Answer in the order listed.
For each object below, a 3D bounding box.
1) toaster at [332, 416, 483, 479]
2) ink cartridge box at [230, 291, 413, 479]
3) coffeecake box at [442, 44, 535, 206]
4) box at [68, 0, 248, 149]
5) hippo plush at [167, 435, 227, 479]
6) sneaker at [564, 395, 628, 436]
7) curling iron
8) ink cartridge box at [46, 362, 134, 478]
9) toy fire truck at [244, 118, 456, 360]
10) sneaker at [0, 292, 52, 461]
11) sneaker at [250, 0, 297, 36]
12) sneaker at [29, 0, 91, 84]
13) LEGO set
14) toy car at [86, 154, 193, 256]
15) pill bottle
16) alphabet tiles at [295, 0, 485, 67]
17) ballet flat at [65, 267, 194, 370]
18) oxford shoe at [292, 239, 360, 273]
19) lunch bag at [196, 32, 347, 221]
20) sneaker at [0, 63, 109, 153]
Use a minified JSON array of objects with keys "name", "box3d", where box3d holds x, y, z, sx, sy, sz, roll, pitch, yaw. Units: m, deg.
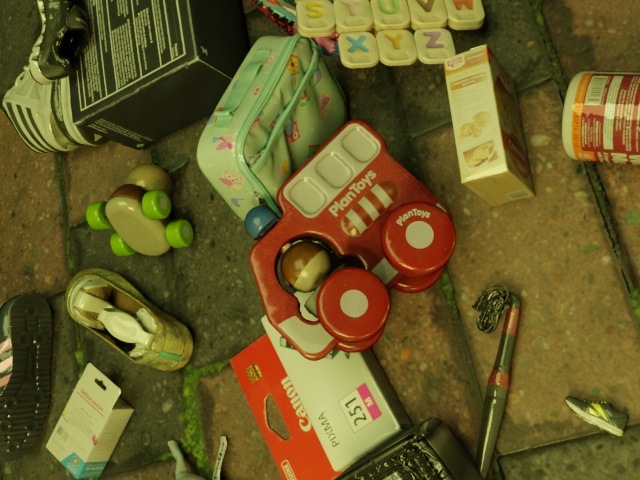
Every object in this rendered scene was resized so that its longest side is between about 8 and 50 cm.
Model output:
[{"name":"toaster","box3d":[0.131,0.344,1.067,0.186,0.110,0.168,-38,81,21]},{"name":"ink cartridge box","box3d":[-0.021,0.233,1.240,0.239,0.060,0.275,-38,63,17]},{"name":"coffeecake box","box3d":[0.239,-0.157,1.123,0.068,0.142,0.185,-14,72,27]},{"name":"box","box3d":[-0.301,-0.367,1.468,0.294,0.183,0.296,-20,69,27]},{"name":"hippo plush","box3d":[-0.208,0.445,1.196,0.234,0.236,0.294,-13,73,28]},{"name":"sneaker","box3d":[0.360,0.222,1.036,0.083,0.031,0.035,30,81,28]},{"name":"curling iron","box3d":[0.239,0.198,1.110,0.068,0.035,0.274,-1,83,52]},{"name":"ink cartridge box","box3d":[-0.412,0.326,1.448,0.104,0.061,0.181,31,96,32]},{"name":"toy fire truck","box3d":[0.031,0.006,1.128,0.302,0.169,0.254,-44,78,-7]},{"name":"sneaker","box3d":[-0.602,0.267,1.565,0.131,0.112,0.319,-9,71,46]},{"name":"sneaker","box3d":[-0.063,-0.450,1.394,0.125,0.104,0.262,-49,60,10]},{"name":"sneaker","box3d":[-0.451,-0.394,1.418,0.106,0.078,0.234,2,83,29]},{"name":"LEGO set","box3d":[0.073,-0.350,1.288,0.227,0.087,0.093,-38,70,-17]},{"name":"toy car","box3d":[-0.310,-0.081,1.467,0.155,0.149,0.188,-8,46,25]},{"name":"pill bottle","box3d":[0.435,-0.155,1.020,0.221,0.121,0.121,9,84,32]},{"name":"alphabet tiles","box3d":[0.102,-0.371,1.222,0.284,0.021,0.278,-4,55,-3]},{"name":"ballet flat","box3d":[-0.376,0.131,1.441,0.348,0.123,0.123,25,92,33]},{"name":"oxford shoe","box3d":[0.000,0.000,1.272,0.227,0.083,0.096,22,88,20]},{"name":"lunch bag","box3d":[-0.067,-0.168,1.227,0.108,0.224,0.279,7,59,29]},{"name":"sneaker","box3d":[-0.560,-0.393,1.637,0.257,0.169,0.447,-9,77,27]}]
